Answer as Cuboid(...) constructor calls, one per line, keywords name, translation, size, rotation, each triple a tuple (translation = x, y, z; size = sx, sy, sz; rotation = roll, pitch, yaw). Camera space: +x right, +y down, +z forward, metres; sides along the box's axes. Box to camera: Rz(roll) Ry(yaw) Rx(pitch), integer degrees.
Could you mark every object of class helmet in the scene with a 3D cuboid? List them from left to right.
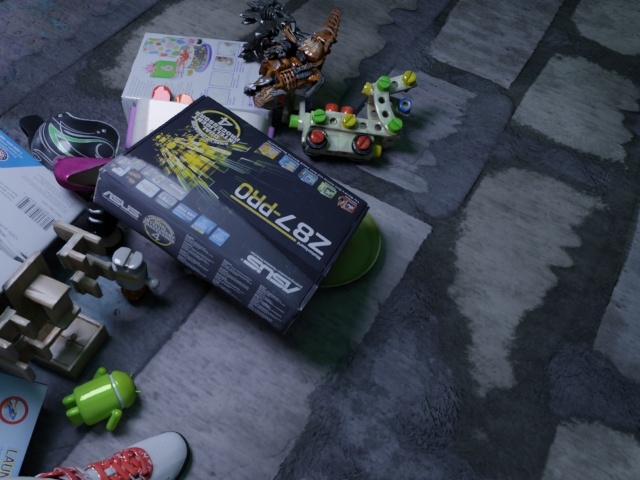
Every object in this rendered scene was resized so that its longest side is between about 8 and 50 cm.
Cuboid(name="helmet", translation=(-0.496, -0.169, 1.216), size=(0.162, 0.169, 0.169), rotation=(10, 52, -20))

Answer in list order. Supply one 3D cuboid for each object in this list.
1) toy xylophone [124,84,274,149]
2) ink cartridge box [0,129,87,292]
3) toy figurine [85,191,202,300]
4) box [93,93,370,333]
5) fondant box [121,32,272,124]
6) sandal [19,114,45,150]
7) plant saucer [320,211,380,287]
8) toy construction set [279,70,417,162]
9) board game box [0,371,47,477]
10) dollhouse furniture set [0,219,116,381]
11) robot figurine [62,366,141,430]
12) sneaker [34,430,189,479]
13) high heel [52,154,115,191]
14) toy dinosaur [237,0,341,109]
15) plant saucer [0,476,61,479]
Cuboid(name="toy xylophone", translation=(-0.266, -0.193, 1.282), size=(0.323, 0.081, 0.236), rotation=(16, 87, -3))
Cuboid(name="ink cartridge box", translation=(-0.589, -0.023, 1.021), size=(0.223, 0.129, 0.307), rotation=(44, 36, -16))
Cuboid(name="toy figurine", translation=(-0.316, -0.003, 1.131), size=(0.213, 0.148, 0.209), rotation=(-24, 66, -24))
Cuboid(name="box", translation=(-0.142, -0.065, 1.081), size=(0.395, 0.097, 0.318), rotation=(35, 45, 1))
Cuboid(name="fondant box", translation=(-0.271, -0.367, 1.424), size=(0.330, 0.096, 0.238), rotation=(6, 54, -3))
Cuboid(name="sandal", translation=(-0.612, -0.223, 1.325), size=(0.067, 0.040, 0.179), rotation=(-22, 44, -26))
Cuboid(name="plant saucer", translation=(0.000, 0.000, 1.219), size=(0.241, 0.037, 0.241), rotation=(3, 53, -4))
Cuboid(name="toy construction set", translation=(0.051, -0.287, 1.362), size=(0.328, 0.151, 0.215), rotation=(3, 78, 6))
Cuboid(name="board game box", translation=(-0.578, 0.305, 0.814), size=(0.302, 0.086, 0.308), rotation=(28, 47, -28))
Cuboid(name="dollhouse furniture set", translation=(-0.460, 0.105, 0.969), size=(0.161, 0.242, 0.212), rotation=(22, 55, 10))
Cuboid(name="robot figurine", translation=(-0.353, 0.255, 0.979), size=(0.115, 0.067, 0.101), rotation=(-23, 51, -21))
Cuboid(name="sneaker", translation=(-0.313, 0.353, 0.863), size=(0.270, 0.145, 0.090), rotation=(-29, 62, -24))
Cuboid(name="high heel", translation=(-0.371, -0.122, 1.135), size=(0.244, 0.082, 0.117), rotation=(8, 16, -35))
Cuboid(name="toy dinosaur", translation=(-0.065, -0.416, 1.346), size=(0.218, 0.164, 0.322), rotation=(37, 43, 9))
Cuboid(name="plant saucer", translation=(-0.369, 0.455, 0.725), size=(0.401, 0.100, 0.400), rotation=(-2, 99, -14))
